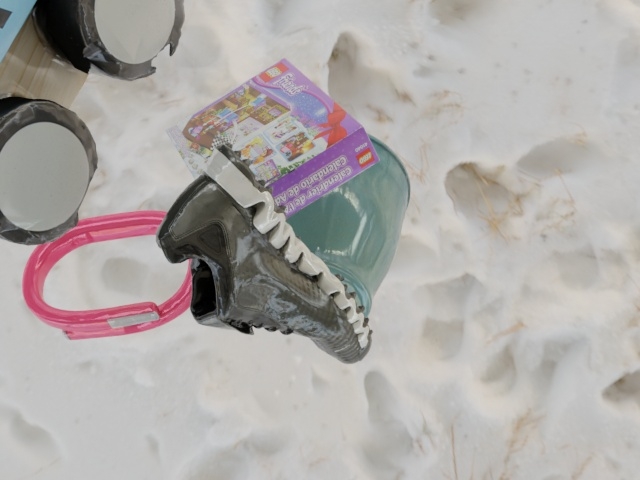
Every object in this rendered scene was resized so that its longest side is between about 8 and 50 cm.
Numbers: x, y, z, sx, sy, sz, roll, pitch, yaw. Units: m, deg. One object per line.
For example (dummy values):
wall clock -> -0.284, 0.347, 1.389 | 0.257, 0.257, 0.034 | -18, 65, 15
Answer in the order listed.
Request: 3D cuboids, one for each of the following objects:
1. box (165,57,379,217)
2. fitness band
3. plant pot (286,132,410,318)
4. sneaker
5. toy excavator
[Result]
box -> -0.073, -0.124, 1.154 | 0.201, 0.293, 0.057 | -32, 124, -4
fitness band -> -0.323, 0.051, 1.410 | 0.290, 0.209, 0.054 | -7, 143, 4
plant pot -> 0.000, 0.000, 1.404 | 0.271, 0.255, 0.272 | 5, 136, 5
sneaker -> -0.046, 0.037, 0.693 | 0.106, 0.078, 0.234 | -42, 129, -6
toy excavator -> -0.297, -0.264, 0.584 | 0.222, 0.445, 0.433 | 17, 76, 34
